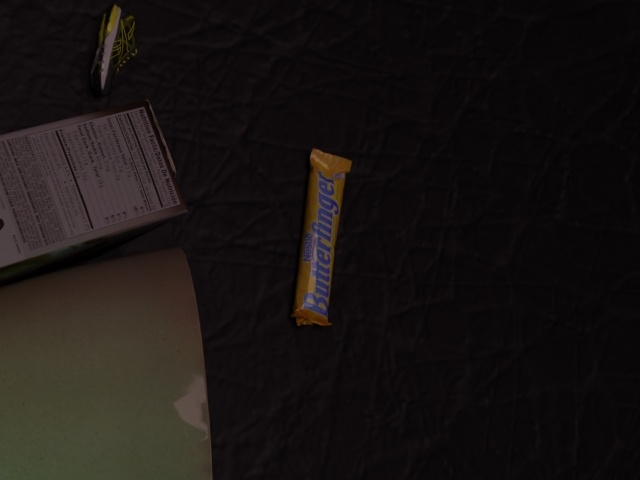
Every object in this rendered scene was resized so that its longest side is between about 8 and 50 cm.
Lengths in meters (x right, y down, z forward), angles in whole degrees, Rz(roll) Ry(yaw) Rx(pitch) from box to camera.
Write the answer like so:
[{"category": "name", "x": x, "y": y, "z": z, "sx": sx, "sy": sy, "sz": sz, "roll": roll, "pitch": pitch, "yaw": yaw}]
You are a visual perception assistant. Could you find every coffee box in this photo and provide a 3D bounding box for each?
[{"category": "coffee box", "x": -0.242, "y": -0.019, "z": 1.351, "sx": 0.246, "sy": 0.141, "sz": 0.098, "roll": -19, "pitch": 88, "yaw": -46}]

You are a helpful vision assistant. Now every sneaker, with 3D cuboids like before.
[{"category": "sneaker", "x": -0.171, "y": -0.159, "z": 1.514, "sx": 0.035, "sy": 0.031, "sz": 0.083, "roll": 17, "pitch": 71, "yaw": -23}]

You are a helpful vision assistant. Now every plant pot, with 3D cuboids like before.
[{"category": "plant pot", "x": -0.231, "y": 0.140, "z": 1.316, "sx": 0.274, "sy": 0.256, "sz": 0.257, "roll": -4, "pitch": 80, "yaw": -11}]

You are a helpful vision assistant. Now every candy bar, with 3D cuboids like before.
[{"category": "candy bar", "x": 0.000, "y": 0.000, "z": 1.574, "sx": 0.040, "sy": 0.018, "sz": 0.162, "roll": 15, "pitch": 72, "yaw": -23}]
